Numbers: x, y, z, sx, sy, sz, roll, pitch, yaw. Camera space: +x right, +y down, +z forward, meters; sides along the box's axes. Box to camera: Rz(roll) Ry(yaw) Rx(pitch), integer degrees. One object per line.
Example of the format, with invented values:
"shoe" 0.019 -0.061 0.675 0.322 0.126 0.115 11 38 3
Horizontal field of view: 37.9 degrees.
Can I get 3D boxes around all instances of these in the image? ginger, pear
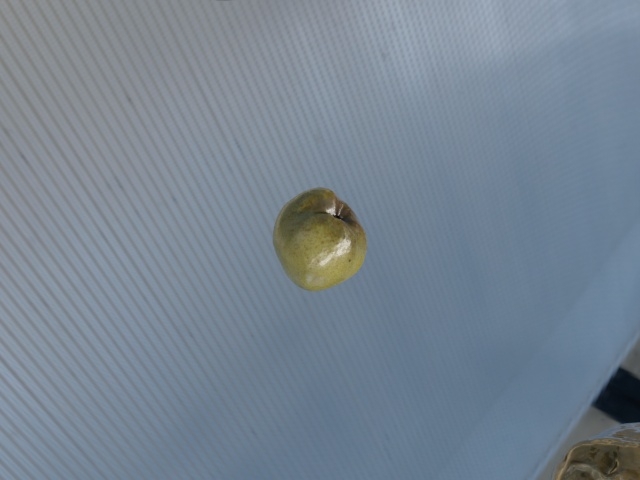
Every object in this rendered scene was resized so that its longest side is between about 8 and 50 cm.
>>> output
"ginger" 0.332 0.263 0.975 0.267 0.138 0.152 23 96 -53
"pear" 0.000 0.000 1.561 0.136 0.167 0.167 -43 147 26
